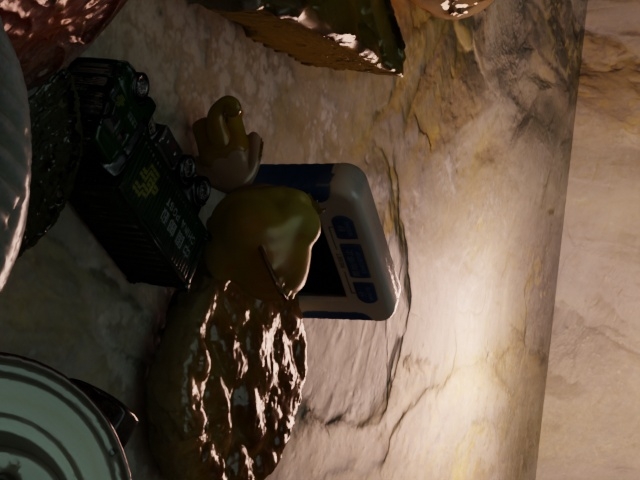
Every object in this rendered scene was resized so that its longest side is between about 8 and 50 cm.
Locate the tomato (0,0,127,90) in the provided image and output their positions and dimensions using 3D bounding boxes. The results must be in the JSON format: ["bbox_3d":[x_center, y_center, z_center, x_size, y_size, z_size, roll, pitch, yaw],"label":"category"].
[{"bbox_3d":[-0.256,-0.209,1.014,0.095,0.236,0.236,50,32,3],"label":"tomato"}]

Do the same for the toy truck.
[{"bbox_3d":[-0.197,-0.069,1.267,0.259,0.088,0.121,64,40,-50],"label":"toy truck"}]

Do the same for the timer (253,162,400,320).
[{"bbox_3d":[0.000,0.000,1.591,0.253,0.178,0.078,71,29,-43],"label":"timer"}]

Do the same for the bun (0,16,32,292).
[{"bbox_3d":[-0.352,-0.046,0.791,0.362,0.211,0.362,9,90,-68],"label":"bun"}]

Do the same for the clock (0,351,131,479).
[{"bbox_3d":[-0.293,0.249,1.000,0.318,0.080,0.319,-4,97,-38],"label":"clock"}]

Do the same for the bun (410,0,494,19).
[{"bbox_3d":[0.175,-0.484,1.882,0.299,0.164,0.299,7,80,-49],"label":"bun"}]

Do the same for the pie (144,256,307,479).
[{"bbox_3d":[-0.111,0.167,1.509,0.339,0.083,0.340,2,90,-65],"label":"pie"}]

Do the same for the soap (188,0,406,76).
[{"bbox_3d":[-0.021,-0.259,1.510,0.304,0.169,0.339,-64,147,-36],"label":"soap"}]

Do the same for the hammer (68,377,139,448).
[{"bbox_3d":[-0.235,0.323,1.273,0.242,0.095,0.409,-63,156,-21],"label":"hammer"}]

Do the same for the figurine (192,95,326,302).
[{"bbox_3d":[-0.081,-0.040,1.402,0.246,0.156,0.131,65,4,17],"label":"figurine"}]

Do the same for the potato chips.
[{"bbox_3d":[-0.293,-0.055,1.074,0.220,0.029,0.202,-13,128,-56],"label":"potato chips"}]
